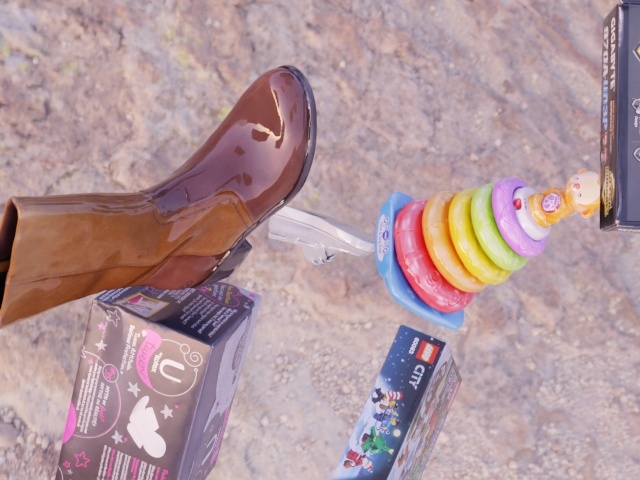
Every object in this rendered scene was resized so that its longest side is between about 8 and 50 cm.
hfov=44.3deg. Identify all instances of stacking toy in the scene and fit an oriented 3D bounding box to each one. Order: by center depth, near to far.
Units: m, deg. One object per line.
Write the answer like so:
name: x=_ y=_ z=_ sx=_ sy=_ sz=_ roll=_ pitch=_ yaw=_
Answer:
stacking toy: x=0.229 y=-0.015 z=1.001 sx=0.165 sy=0.301 sz=0.175 roll=29 pitch=52 yaw=-35

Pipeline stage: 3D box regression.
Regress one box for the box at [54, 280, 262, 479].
box: x=-0.177 y=0.170 z=0.882 sx=0.142 sy=0.247 sz=0.163 roll=21 pitch=19 yaw=9

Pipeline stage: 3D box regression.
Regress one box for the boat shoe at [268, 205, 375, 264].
boat shoe: x=-0.001 y=0.000 z=1.346 sx=0.227 sy=0.081 sz=0.079 roll=21 pitch=10 yaw=38

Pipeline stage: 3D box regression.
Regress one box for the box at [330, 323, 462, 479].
box: x=0.055 y=0.204 z=0.688 sx=0.044 sy=0.159 sz=0.233 roll=21 pitch=76 yaw=22

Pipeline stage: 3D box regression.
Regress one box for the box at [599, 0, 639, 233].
box: x=0.361 y=-0.113 z=0.748 sx=0.175 sy=0.051 sz=0.220 roll=4 pitch=83 yaw=2

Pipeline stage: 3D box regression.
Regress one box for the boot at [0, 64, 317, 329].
boot: x=-0.152 y=-0.046 z=0.694 sx=0.280 sy=0.264 sz=0.096 roll=-9 pitch=56 yaw=-51
